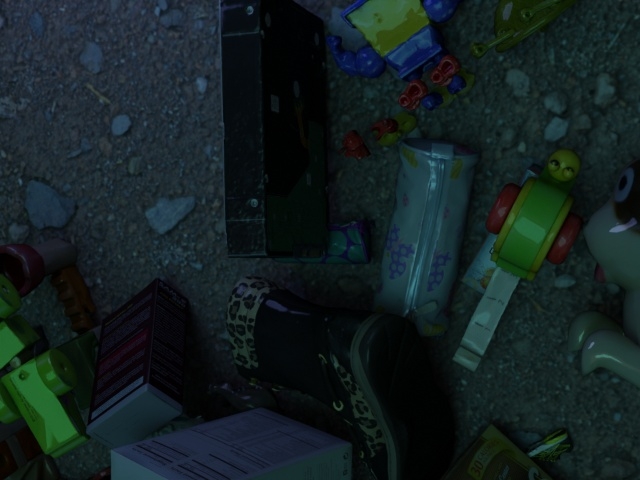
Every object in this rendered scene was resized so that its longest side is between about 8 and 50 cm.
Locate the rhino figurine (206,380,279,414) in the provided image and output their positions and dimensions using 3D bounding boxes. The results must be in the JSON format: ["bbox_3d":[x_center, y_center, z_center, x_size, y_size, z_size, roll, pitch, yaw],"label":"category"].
[{"bbox_3d":[-0.103,0.328,1.597,0.106,0.073,0.243,-2,103,24],"label":"rhino figurine"}]

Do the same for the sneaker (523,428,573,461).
[{"bbox_3d":[0.318,0.300,1.464,0.083,0.031,0.035,-35,91,23],"label":"sneaker"}]

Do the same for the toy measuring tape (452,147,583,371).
[{"bbox_3d":[0.243,0.034,1.320,0.121,0.121,0.330,28,109,12],"label":"toy measuring tape"}]

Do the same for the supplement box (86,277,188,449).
[{"bbox_3d":[-0.267,0.181,1.536,0.130,0.239,0.073,-36,123,22],"label":"supplement box"}]

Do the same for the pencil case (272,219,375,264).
[{"bbox_3d":[0.000,0.000,1.493,0.152,0.064,0.070,-1,124,19],"label":"pencil case"}]

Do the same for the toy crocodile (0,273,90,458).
[{"bbox_3d":[-0.440,0.153,1.481,0.115,0.105,0.340,-35,89,9],"label":"toy crocodile"}]

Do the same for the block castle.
[{"bbox_3d":[-0.465,0.247,1.632,0.303,0.213,0.453,-24,93,22],"label":"block castle"}]

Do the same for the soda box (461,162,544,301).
[{"bbox_3d":[0.262,-0.011,1.399,0.058,0.063,0.183,32,109,11],"label":"soda box"}]

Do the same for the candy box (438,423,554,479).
[{"bbox_3d":[0.288,0.422,1.399,0.316,0.183,0.087,42,135,11],"label":"candy box"}]

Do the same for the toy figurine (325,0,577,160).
[{"bbox_3d":[0.121,-0.288,1.330,0.363,0.191,0.217,-35,84,21],"label":"toy figurine"}]

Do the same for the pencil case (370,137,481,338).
[{"bbox_3d":[0.141,-0.005,1.412,0.114,0.124,0.273,14,105,17],"label":"pencil case"}]

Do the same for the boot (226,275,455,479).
[{"bbox_3d":[0.028,0.215,1.481,0.284,0.138,0.377,18,144,37],"label":"boot"}]

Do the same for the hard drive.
[{"bbox_3d":[-0.056,-0.144,1.357,0.064,0.237,0.338,-3,89,20],"label":"hard drive"}]

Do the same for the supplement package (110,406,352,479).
[{"bbox_3d":[-0.119,0.368,1.400,0.198,0.263,0.199,12,105,45],"label":"supplement package"}]

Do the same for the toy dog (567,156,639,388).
[{"bbox_3d":[0.479,0.079,1.230,0.395,0.284,0.408,-31,88,22],"label":"toy dog"}]

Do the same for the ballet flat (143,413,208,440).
[{"bbox_3d":[-0.171,0.436,1.581,0.147,0.147,0.408,-9,115,21],"label":"ballet flat"}]
